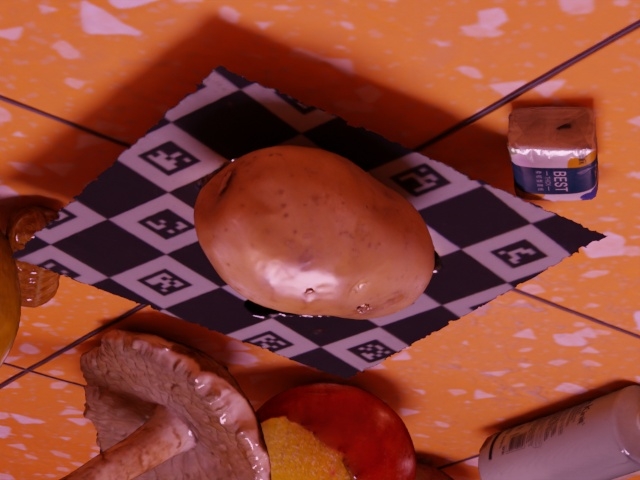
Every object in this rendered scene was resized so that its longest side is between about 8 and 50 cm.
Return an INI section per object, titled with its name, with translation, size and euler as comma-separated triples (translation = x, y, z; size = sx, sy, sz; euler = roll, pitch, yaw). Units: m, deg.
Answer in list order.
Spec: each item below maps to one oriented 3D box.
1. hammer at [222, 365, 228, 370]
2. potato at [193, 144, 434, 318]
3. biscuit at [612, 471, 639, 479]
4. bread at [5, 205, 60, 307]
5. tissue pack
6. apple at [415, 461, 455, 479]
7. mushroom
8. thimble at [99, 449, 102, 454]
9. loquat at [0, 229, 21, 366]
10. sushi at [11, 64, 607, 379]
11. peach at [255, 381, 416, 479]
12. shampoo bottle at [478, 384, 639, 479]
[hammer]
translation = -0.096, 0.156, 1.701
size = 0.029, 0.014, 0.123
euler = -5, 152, -1
[potato]
translation = 0.000, 0.000, 1.129
size = 0.178, 0.109, 0.118
euler = 22, 113, -35
[biscuit]
translation = 0.302, 0.231, 1.748
size = 0.052, 0.056, 0.188
euler = 17, 151, -24
[bread]
translation = -0.242, 0.015, 1.386
size = 0.052, 0.044, 0.157
euler = 3, 156, -12
[tissue pack]
translation = 0.165, -0.060, 1.167
size = 0.062, 0.042, 0.083
euler = 3, 156, 11
[apple]
translation = 0.090, 0.344, 1.869
size = 0.188, 0.188, 0.174
euler = 9, 159, -10
[mushroom]
translation = -0.199, 0.228, 1.571
size = 0.302, 0.233, 0.208
euler = -39, 171, -6
[thimble]
translation = -0.189, 0.216, 1.779
size = 0.095, 0.066, 0.104
euler = 12, 153, -11
[loquat]
translation = -0.335, 0.042, 1.265
size = 0.213, 0.213, 0.246
euler = 13, 170, -18
[sushi]
translation = -0.016, -0.022, 1.264
size = 0.339, 0.068, 0.320
euler = 21, 144, -28
[peach]
translation = 0.002, 0.234, 1.648
size = 0.190, 0.190, 0.192
euler = 0, 173, 8
[shampoo bottle]
translation = 0.272, 0.205, 1.664
size = 0.085, 0.085, 0.262
euler = 19, 150, -29
